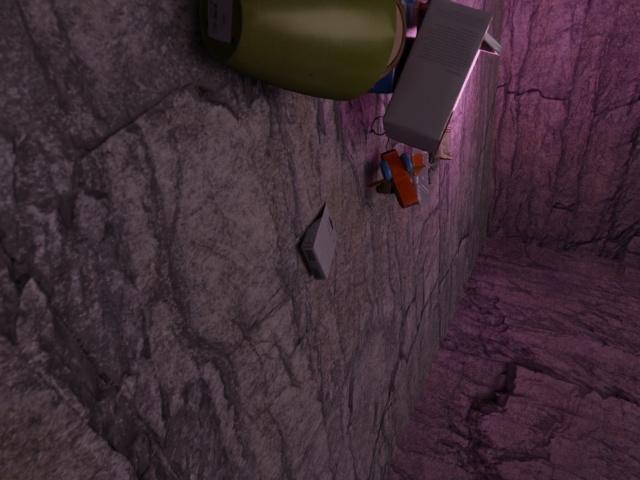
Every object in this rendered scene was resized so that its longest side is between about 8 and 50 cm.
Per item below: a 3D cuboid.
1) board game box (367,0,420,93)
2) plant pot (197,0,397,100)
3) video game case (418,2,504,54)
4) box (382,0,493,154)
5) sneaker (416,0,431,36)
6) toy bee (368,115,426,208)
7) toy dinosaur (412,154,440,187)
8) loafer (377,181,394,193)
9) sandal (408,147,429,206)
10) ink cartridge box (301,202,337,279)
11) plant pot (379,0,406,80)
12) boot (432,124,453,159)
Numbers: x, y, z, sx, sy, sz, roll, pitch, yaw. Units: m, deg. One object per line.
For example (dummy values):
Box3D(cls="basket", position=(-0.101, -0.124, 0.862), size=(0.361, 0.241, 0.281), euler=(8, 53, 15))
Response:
Box3D(cls="board game box", position=(0.211, -0.590, 1.256), size=(0.302, 0.086, 0.308), euler=(-45, 142, -61))
Box3D(cls="plant pot", position=(-0.059, -0.393, 0.793), size=(0.293, 0.275, 0.275), euler=(-19, 118, -40))
Box3D(cls="video game case", position=(0.413, -0.662, 1.345), size=(0.204, 0.285, 0.025), euler=(21, 111, -33))
Box3D(cls="box", position=(0.321, -0.448, 1.228), size=(0.215, 0.168, 0.345), euler=(-6, 119, -78))
Box3D(cls="sneaker", position=(0.381, -0.788, 1.579), size=(0.125, 0.104, 0.262), euler=(-45, 178, 24))
Box3D(cls="toy bee", position=(0.261, -0.251, 1.480), size=(0.162, 0.195, 0.298), euler=(36, 55, -85))
Box3D(cls="toy dinosaur", position=(0.466, -0.274, 1.939), size=(0.268, 0.064, 0.118), euler=(-54, 137, -32))
Box3D(cls="loafer", position=(0.259, -0.194, 1.604), size=(0.148, 0.050, 0.056), euler=(-23, 120, -56))
Box3D(cls="sandal", position=(0.384, -0.270, 1.770), size=(0.102, 0.076, 0.265), euler=(-7, 96, -37))
Box3D(cls="ink cartridge box", position=(0.000, 0.000, 1.251), size=(0.145, 0.045, 0.179), euler=(69, 25, -44))
Box3D(cls="plant pot", position=(0.128, -0.502, 1.051), size=(0.236, 0.032, 0.236), euler=(-17, 120, -31))
Box3D(cls="boot", position=(0.591, -0.469, 2.069), size=(0.213, 0.077, 0.165), euler=(-13, 109, -58))
